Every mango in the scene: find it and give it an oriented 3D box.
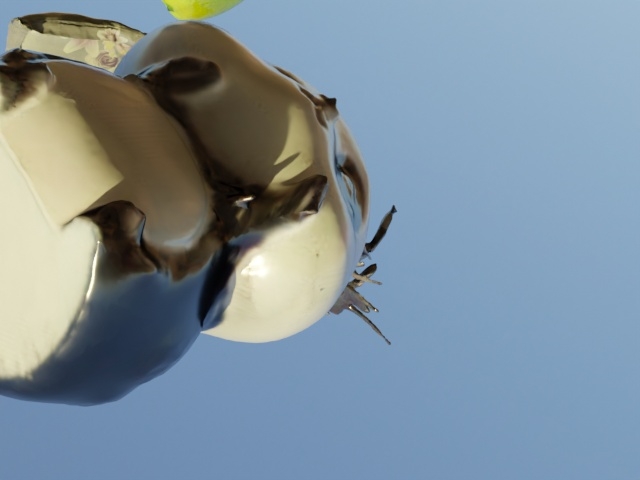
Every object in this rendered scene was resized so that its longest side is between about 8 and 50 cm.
[{"bbox_3d":[-0.102,-0.248,1.112,0.108,0.073,0.056,-23,-119,-9],"label":"mango"}]

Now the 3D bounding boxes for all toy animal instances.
[{"bbox_3d":[-0.106,-0.025,0.810,0.310,0.251,0.251,-9,-131,-47],"label":"toy animal"}]

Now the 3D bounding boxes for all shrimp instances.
[{"bbox_3d":[-0.006,0.005,1.187,0.145,0.116,0.343,6,-163,-29],"label":"shrimp"}]

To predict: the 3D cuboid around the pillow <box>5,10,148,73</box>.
[{"bbox_3d":[-0.288,-0.181,1.306,0.169,0.255,0.059,5,-115,-23],"label":"pillow"}]
